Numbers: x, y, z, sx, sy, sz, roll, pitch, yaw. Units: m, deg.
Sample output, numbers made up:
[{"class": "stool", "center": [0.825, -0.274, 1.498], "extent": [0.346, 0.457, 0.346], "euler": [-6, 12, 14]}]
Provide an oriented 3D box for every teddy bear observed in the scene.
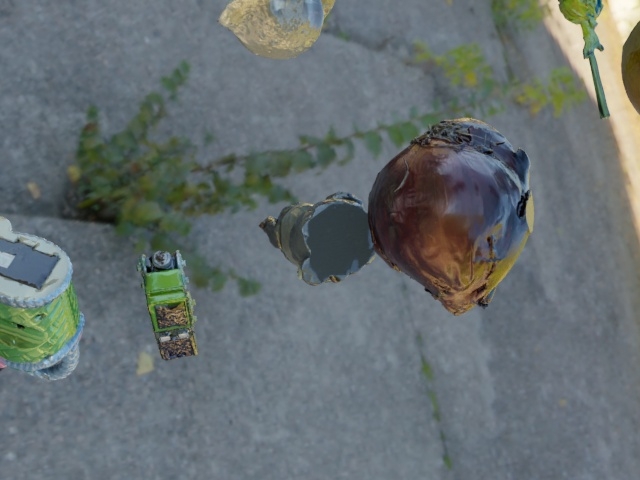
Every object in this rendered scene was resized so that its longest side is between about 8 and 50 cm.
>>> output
[{"class": "teddy bear", "center": [0.014, -0.005, 1.715], "extent": [0.144, 0.171, 0.251], "euler": [62, -8, -11]}]

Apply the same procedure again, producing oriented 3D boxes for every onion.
[{"class": "onion", "center": [0.186, -0.055, 1.464], "extent": [0.281, 0.221, 0.281], "euler": [31, 55, -59]}]

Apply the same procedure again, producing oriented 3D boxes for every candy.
[{"class": "candy", "center": [0.481, -0.341, 1.857], "extent": [0.077, 0.073, 0.262], "euler": [-2, 76, -29]}]

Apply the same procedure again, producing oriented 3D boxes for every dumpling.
[{"class": "dumpling", "center": [-0.059, -0.427, 1.936], "extent": [0.175, 0.227, 0.243], "euler": [55, 30, -23]}]

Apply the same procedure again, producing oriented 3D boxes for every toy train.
[{"class": "toy train", "center": [-0.183, 0.085, 1.276], "extent": [0.202, 0.060, 0.081], "euler": [91, -11, -59]}]

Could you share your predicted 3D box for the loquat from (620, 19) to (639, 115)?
[{"class": "loquat", "center": [0.579, -0.253, 1.598], "extent": [0.213, 0.213, 0.246], "euler": [9, 51, -57]}]

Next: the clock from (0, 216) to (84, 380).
[{"class": "clock", "center": [-0.336, 0.074, 1.068], "extent": [0.195, 0.194, 0.100], "euler": [105, 8, -47]}]
